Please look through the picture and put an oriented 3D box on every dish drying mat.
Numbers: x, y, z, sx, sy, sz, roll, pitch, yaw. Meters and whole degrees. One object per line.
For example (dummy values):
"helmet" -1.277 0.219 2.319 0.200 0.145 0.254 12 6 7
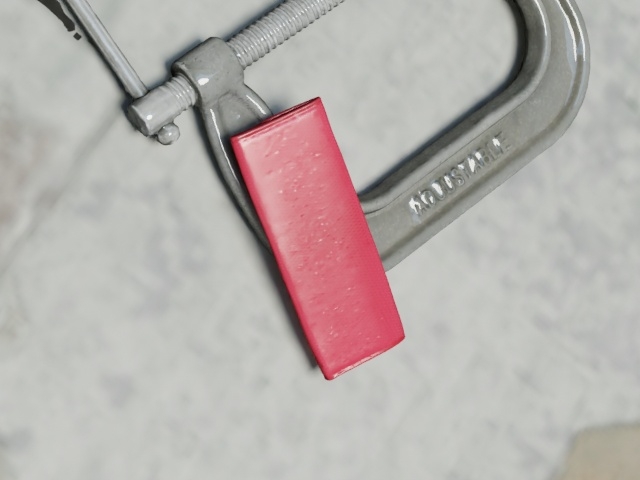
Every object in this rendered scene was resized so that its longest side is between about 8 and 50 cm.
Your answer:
"dish drying mat" 0.000 0.000 0.526 0.032 0.008 0.083 -26 107 -15

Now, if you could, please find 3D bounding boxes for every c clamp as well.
"c clamp" 0.012 -0.062 0.539 0.161 0.022 0.137 -31 101 -22
